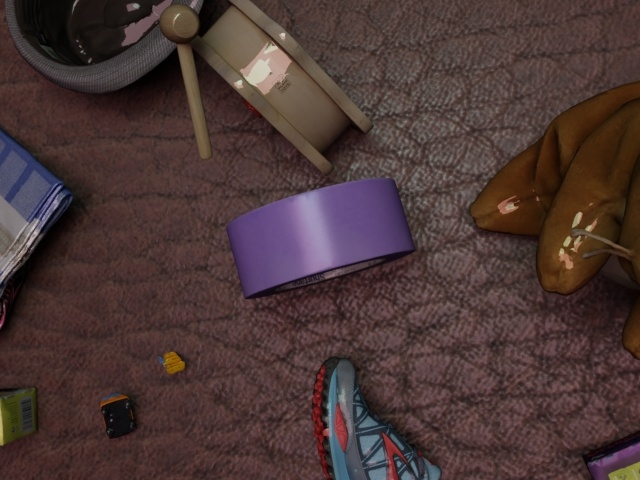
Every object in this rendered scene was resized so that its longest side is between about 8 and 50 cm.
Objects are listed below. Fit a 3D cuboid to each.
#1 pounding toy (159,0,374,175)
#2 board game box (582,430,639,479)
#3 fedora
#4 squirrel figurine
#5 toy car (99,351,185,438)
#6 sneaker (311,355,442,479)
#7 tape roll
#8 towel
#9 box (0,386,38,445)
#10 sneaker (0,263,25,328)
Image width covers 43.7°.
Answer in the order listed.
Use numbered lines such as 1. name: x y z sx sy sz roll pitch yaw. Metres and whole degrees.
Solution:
1. pounding toy: -0.082 -0.159 0.862 0.155 0.154 0.269 -46 124 4
2. board game box: 0.447 0.348 0.832 0.208 0.056 0.346 -26 83 10
3. fedora: -0.228 -0.292 0.935 0.275 0.124 0.243 -40 79 13
4. squirrel figurine: 0.359 -0.081 0.708 0.281 0.370 0.397 44 93 9
5. toy car: -0.212 0.183 0.956 0.122 0.060 0.040 -31 37 -11
6. sneaker: 0.066 0.250 0.884 0.125 0.104 0.261 -13 88 -10
7. tape roll: 0.000 0.000 0.849 0.189 0.189 0.080 -16 85 7
8. towel: -0.433 0.006 0.967 0.209 0.034 0.285 35 90 31
9. box: -0.467 0.214 0.959 0.232 0.087 0.058 -5 88 7
10. sneaker: -0.387 0.066 0.965 0.047 0.057 0.119 18 94 -28
